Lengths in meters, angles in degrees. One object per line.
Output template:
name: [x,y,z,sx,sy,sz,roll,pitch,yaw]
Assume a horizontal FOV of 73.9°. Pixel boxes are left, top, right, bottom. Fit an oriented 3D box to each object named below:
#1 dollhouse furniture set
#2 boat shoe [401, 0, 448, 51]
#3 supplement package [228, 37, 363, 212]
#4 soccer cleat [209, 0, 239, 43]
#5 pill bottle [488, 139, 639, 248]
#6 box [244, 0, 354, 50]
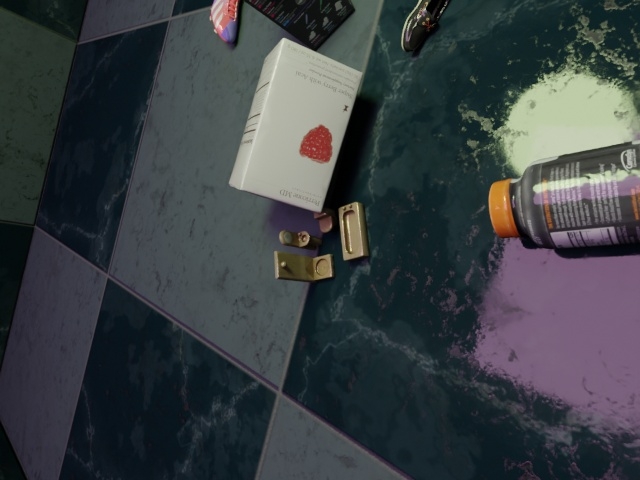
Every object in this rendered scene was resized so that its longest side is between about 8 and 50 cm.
dollhouse furniture set: [0.000,0.000,0.869,0.151,0.123,0.144,-16,72,38]
boat shoe: [0.203,-0.430,0.826,0.042,0.049,0.133,39,103,47]
supplement package: [-0.059,-0.226,0.893,0.175,0.178,0.292,-152,78,-68]
soccer cleat: [-0.273,-0.708,1.271,0.095,0.083,0.248,-18,68,32]
pill bottle: [0.360,-0.057,0.565,0.246,0.130,0.130,-6,78,39]
box: [-0.076,-0.585,0.948,0.143,0.270,0.165,-35,61,31]
